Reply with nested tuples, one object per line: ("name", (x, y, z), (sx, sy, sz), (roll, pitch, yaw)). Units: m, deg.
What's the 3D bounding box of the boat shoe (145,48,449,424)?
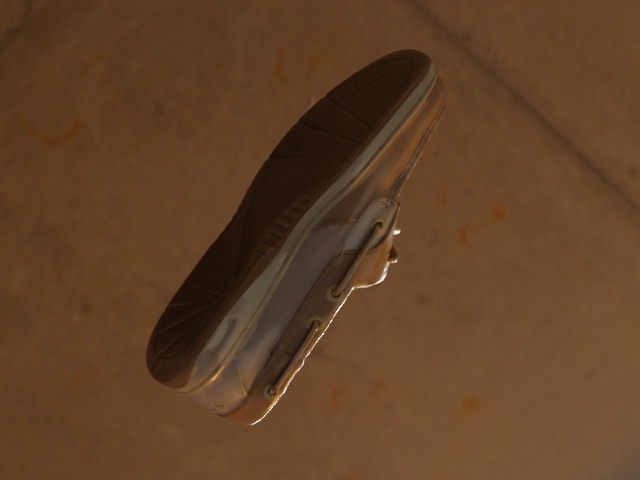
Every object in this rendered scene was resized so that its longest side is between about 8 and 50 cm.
("boat shoe", (0.000, 0.000, 0.654), (0.059, 0.063, 0.170), (41, -94, -29))
